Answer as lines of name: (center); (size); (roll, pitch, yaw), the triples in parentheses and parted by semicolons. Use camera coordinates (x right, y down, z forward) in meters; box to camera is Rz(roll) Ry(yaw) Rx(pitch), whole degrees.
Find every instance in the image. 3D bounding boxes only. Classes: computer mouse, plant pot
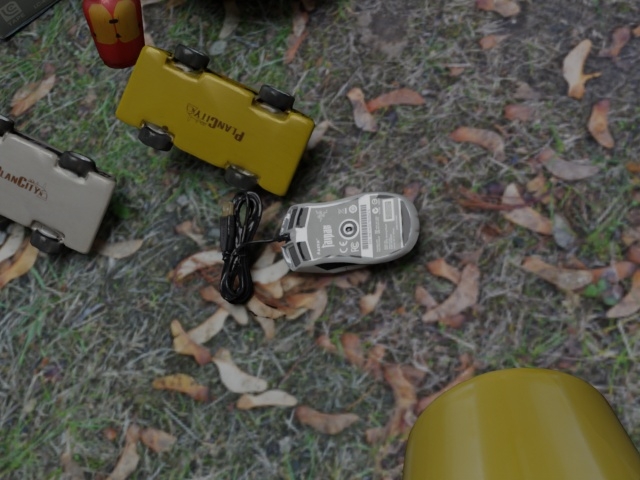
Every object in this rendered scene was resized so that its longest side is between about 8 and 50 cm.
computer mouse: (0.000, 0.000, 1.265); (0.193, 0.042, 0.106); (-5, 75, 15)
plant pot: (0.152, 0.229, 0.964); (0.254, 0.254, 0.239); (-17, 42, 10)

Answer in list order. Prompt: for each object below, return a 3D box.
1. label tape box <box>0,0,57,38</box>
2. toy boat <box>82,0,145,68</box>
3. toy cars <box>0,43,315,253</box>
label tape box: (-0.436, -0.418, 1.492); (0.115, 0.347, 0.249); (-38, 55, -5)
toy boat: (-0.132, -0.310, 1.398); (0.267, 0.148, 0.318); (20, 47, 29)
toy cars: (-0.193, -0.090, 1.362); (0.394, 0.087, 0.176); (-16, 92, 12)
